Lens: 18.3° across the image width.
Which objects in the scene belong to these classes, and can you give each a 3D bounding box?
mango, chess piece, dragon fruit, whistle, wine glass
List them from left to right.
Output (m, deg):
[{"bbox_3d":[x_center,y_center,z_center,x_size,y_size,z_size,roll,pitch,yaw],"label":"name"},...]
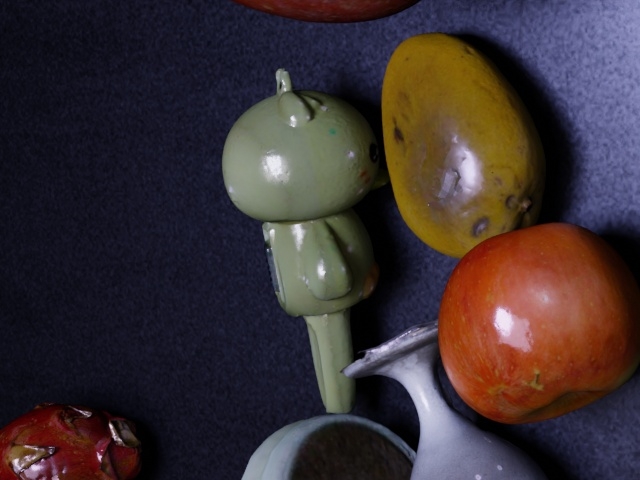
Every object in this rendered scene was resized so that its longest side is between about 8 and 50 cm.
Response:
[{"bbox_3d":[-0.280,0.234,1.896,0.246,0.125,0.125,-29,124,32],"label":"dragon fruit"},{"bbox_3d":[-0.052,0.281,1.728,0.299,0.194,0.195,-31,80,44],"label":"chess piece"},{"bbox_3d":[0.009,-0.005,1.676,0.141,0.141,0.294,-9,112,37],"label":"whistle"},{"bbox_3d":[0.106,-0.077,1.591,0.137,0.098,0.195,-41,69,38],"label":"mango"},{"bbox_3d":[0.116,0.189,1.615,0.126,0.126,0.241,-30,78,36],"label":"wine glass"}]

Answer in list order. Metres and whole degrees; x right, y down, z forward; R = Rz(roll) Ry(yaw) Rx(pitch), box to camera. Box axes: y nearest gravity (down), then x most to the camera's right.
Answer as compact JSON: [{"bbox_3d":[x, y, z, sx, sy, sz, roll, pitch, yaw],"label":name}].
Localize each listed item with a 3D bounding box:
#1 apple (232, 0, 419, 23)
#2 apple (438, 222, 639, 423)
[{"bbox_3d":[0.023,-0.323,1.458,0.277,0.348,0.348,38,120,3],"label":"apple"},{"bbox_3d":[0.170,0.063,1.533,0.163,0.163,0.139,-30,71,36],"label":"apple"}]
